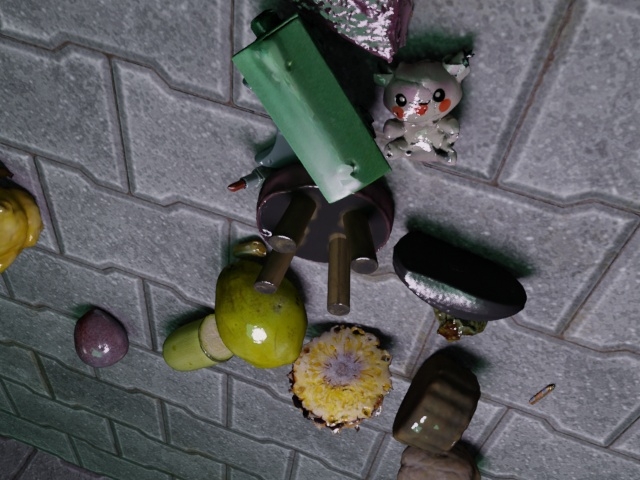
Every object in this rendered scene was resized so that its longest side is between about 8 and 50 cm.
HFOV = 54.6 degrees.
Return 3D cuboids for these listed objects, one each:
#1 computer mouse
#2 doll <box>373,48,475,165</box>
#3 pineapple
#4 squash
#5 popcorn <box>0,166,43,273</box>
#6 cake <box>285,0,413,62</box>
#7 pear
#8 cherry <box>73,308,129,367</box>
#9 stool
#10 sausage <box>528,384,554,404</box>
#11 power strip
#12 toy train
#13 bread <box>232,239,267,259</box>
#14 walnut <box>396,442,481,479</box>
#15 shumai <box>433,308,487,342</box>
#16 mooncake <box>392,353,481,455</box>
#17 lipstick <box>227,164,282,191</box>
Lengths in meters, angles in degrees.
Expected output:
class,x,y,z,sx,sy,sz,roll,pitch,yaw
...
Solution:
class,x,y,z,sx,sy,sz,roll,pitch,yaw
computer mouse,0.255,0.082,1.188,0.269,0.138,0.086,23,129,0
doll,0.163,-0.205,0.976,0.149,0.095,0.192,3,132,14
pineapple,0.070,0.374,1.538,0.262,0.263,0.272,9,154,18
squash,-0.347,0.292,1.690,0.247,0.132,0.132,-26,118,40
popcorn,-0.836,-0.019,1.509,0.297,0.281,0.316,-7,165,-20
cake,0.008,-0.371,0.870,0.295,0.116,0.113,26,134,-4
pear,-0.137,0.169,1.409,0.212,0.212,0.269,-12,110,34
cherry,-0.650,0.293,1.828,0.176,0.140,0.176,24,137,24
stool,0.000,0.000,1.168,0.272,0.179,0.272,6,142,5
sausage,0.511,0.357,1.435,0.015,0.015,0.100,26,138,-1
power strip,-0.067,-0.219,1.107,0.137,0.044,0.216,12,137,13
toy train,-0.009,-0.209,0.947,0.120,0.202,0.301,-29,112,14
bread,-0.161,0.022,1.402,0.088,0.034,0.049,-13,140,39
walnut,0.319,0.632,1.670,0.224,0.224,0.224,13,137,13
shumai,0.290,0.173,1.301,0.123,0.087,0.099,24,137,0
mooncake,0.265,0.377,1.416,0.124,0.228,0.228,29,138,1
lipstick,-0.126,-0.116,1.175,0.030,0.129,0.030,52,139,10
